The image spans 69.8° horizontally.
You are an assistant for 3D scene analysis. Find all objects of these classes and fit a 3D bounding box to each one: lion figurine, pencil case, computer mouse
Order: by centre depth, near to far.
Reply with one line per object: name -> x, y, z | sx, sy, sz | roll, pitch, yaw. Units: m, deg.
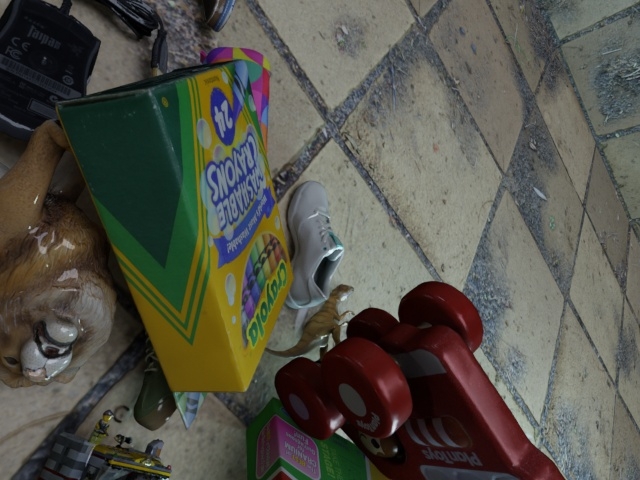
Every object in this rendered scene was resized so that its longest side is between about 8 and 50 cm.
lion figurine -> -0.330, -0.047, 0.376 | 0.392, 0.240, 0.142 | 36, 12, -15
computer mouse -> -0.274, -0.200, 0.528 | 0.184, 0.060, 0.261 | 18, 60, -41
pencil case -> -0.122, -0.145, 0.628 | 0.105, 0.105, 0.236 | 13, 70, -42

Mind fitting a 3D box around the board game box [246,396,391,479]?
board game box -> 0.035, 0.336, 0.498 | 0.242, 0.316, 0.064 | 36, 95, -16

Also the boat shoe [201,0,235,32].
boat shoe -> -0.166, -0.390, 0.675 | 0.066, 0.066, 0.183 | 12, 62, -37

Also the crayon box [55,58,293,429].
crayon box -> -0.105, 0.000, 0.465 | 0.203, 0.083, 0.322 | -70, 153, -61

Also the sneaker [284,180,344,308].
sneaker -> 0.000, 0.000, 0.713 | 0.080, 0.094, 0.212 | 20, 66, -38

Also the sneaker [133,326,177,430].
sneaker -> -0.180, 0.109, 0.532 | 0.086, 0.064, 0.192 | 48, 44, -29

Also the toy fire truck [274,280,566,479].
toy fire truck -> 0.101, 0.211, 0.544 | 0.170, 0.302, 0.253 | -28, 84, -35

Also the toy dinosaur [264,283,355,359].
toy dinosaur -> -0.004, 0.149, 0.710 | 0.112, 0.064, 0.211 | 45, 43, 3

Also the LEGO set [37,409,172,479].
LEGO set -> -0.208, 0.226, 0.353 | 0.331, 0.255, 0.192 | 37, 56, -36
